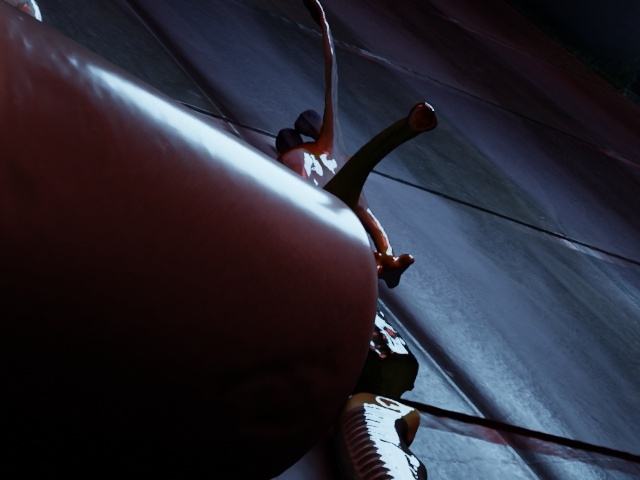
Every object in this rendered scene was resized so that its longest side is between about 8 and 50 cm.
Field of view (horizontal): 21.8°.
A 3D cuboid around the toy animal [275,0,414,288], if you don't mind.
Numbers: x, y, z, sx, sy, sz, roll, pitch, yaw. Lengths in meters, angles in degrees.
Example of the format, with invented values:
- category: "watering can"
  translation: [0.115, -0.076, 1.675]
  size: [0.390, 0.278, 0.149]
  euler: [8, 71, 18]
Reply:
- category: "toy animal"
  translation: [-0.016, -0.051, 1.436]
  size: [0.302, 0.225, 0.284]
  euler: [57, 7, 31]

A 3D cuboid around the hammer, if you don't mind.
- category: "hammer"
  translation: [0.051, 0.163, 0.992]
  size: [0.158, 0.041, 0.226]
  euler: [25, 18, -23]

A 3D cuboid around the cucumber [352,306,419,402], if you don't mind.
- category: "cucumber"
  translation: [0.001, 0.035, 1.186]
  size: [0.062, 0.078, 0.211]
  euler: [-32, 50, -22]

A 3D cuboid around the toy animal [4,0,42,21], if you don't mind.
- category: "toy animal"
  translation: [-0.250, -0.199, 1.222]
  size: [0.085, 0.071, 0.124]
  euler: [39, 19, 30]

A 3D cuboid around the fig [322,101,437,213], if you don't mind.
- category: "fig"
  translation: [0.000, 0.000, 1.038]
  size: [0.124, 0.236, 0.124]
  euler: [23, 27, -12]

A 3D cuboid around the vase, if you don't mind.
- category: "vase"
  translation: [-0.132, 0.008, 0.855]
  size: [0.291, 0.245, 0.245]
  euler: [28, 14, -38]
